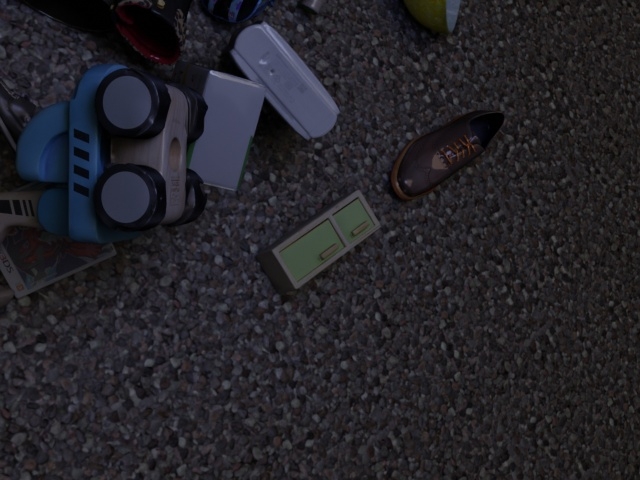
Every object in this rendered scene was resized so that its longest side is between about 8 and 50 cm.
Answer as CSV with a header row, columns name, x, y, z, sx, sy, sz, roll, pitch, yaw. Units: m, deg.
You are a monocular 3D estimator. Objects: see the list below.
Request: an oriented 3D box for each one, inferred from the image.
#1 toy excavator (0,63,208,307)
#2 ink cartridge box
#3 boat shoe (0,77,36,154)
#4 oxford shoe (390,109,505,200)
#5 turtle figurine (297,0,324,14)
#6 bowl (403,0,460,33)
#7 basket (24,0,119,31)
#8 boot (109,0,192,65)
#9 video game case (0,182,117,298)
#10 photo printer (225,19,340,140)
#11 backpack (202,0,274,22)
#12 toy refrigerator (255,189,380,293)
name,x,y,z,sx,sy,sz,roll,pitch,yaw
toy excavator,-0.437,-0.078,1.331,0.445,0.222,0.432,4,96,12
ink cartridge box,-0.221,-0.229,1.529,0.117,0.278,0.201,12,101,-25
boat shoe,-0.527,-0.187,1.469,0.096,0.112,0.335,-30,104,-17
oxford shoe,0.314,-0.225,1.945,0.364,0.133,0.130,-41,102,-29
turtle figurine,-0.010,-0.682,1.843,0.275,0.198,0.266,33,93,20
bowl,0.262,-0.664,1.965,0.156,0.289,0.289,8,73,15
basket,-0.467,-0.558,1.557,0.204,0.154,0.226,18,68,-16
boot,-0.331,-0.548,1.514,0.138,0.377,0.284,0,63,11
video game case,-0.502,-0.015,1.439,0.201,0.023,0.183,-25,106,-4
photo printer,-0.086,-0.339,1.652,0.107,0.307,0.256,-41,106,3
backpack,-0.169,-0.556,1.728,0.158,0.117,0.173,24,97,17
toy refrigerator,0.000,0.000,1.748,0.269,0.094,0.102,-35,98,-30
